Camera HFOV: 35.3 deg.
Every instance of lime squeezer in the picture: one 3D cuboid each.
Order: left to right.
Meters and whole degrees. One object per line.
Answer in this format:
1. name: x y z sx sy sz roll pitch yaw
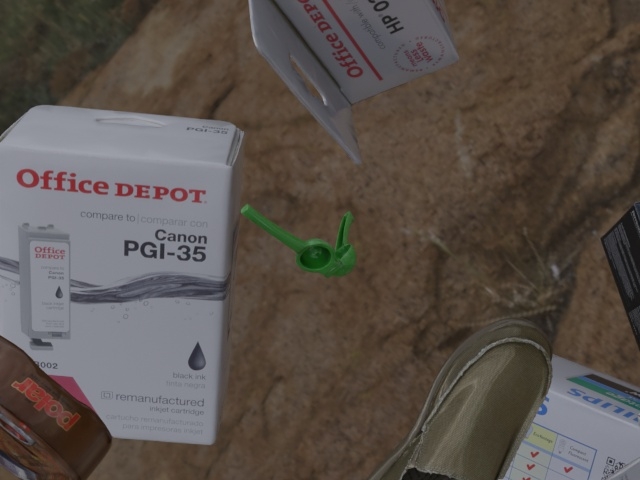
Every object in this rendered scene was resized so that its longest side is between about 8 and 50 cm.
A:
1. lime squeezer: 0.000 0.000 1.441 0.059 0.310 0.110 -18 81 28

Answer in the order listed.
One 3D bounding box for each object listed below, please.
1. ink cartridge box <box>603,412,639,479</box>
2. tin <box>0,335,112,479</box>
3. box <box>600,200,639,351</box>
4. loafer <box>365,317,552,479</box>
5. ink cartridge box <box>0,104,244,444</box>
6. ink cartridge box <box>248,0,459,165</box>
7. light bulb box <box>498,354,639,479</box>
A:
1. ink cartridge box: 0.419 0.331 1.171 0.261 0.296 0.066 -25 22 -19
2. tin: -0.180 0.096 0.572 0.040 0.106 0.190 -56 18 -25
3. box: 0.536 0.079 1.526 0.103 0.184 0.261 -14 75 -2
4. loafer: 0.071 0.107 0.506 0.148 0.056 0.050 -56 17 5
5. ink cartridge box: -0.184 0.033 0.928 0.117 0.207 0.283 -88 4 -67
6. ink cartridge box: 0.011 -0.138 0.461 0.062 0.104 0.181 -20 56 19
7. light bulb box: 0.362 0.382 1.539 0.358 0.225 0.361 21 103 36
